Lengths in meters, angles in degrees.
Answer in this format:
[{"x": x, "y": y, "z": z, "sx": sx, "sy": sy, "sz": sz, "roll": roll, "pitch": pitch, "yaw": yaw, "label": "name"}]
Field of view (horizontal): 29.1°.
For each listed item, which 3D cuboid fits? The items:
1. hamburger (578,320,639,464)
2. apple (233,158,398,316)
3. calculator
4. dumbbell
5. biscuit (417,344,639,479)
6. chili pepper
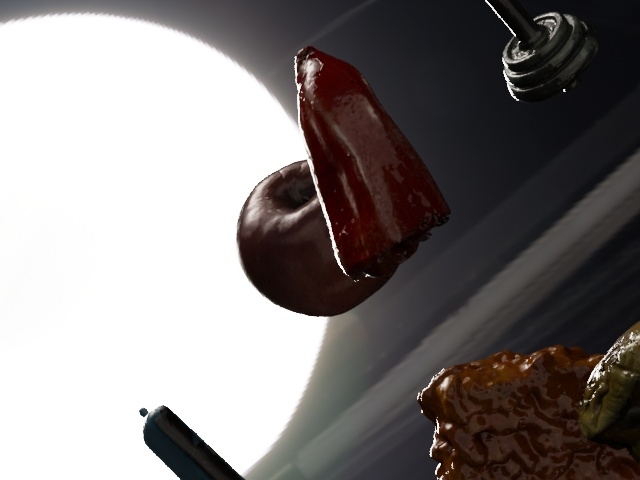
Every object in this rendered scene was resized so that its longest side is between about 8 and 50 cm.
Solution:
[{"x": 0.439, "y": 0.150, "z": 1.504, "sx": 0.134, "sy": 0.265, "sz": 0.285, "roll": 41, "pitch": -141, "yaw": 23, "label": "hamburger"}, {"x": 0.000, "y": 0.000, "z": 2.092, "sx": 0.306, "sy": 0.235, "sz": 0.305, "roll": -20, "pitch": -147, "yaw": 14, "label": "apple"}, {"x": -0.197, "y": 0.381, "z": 2.043, "sx": 0.051, "sy": 0.293, "sz": 0.173, "roll": -44, "pitch": 171, "yaw": -23, "label": "calculator"}, {"x": 0.190, "y": -0.244, "z": 1.274, "sx": 0.110, "sy": 0.254, "sz": 0.110, "roll": -35, "pitch": -152, "yaw": 22, "label": "dumbbell"}, {"x": 0.310, "y": 0.304, "z": 1.711, "sx": 0.318, "sy": 0.312, "sz": 0.110, "roll": -9, "pitch": -174, "yaw": -5, "label": "biscuit"}, {"x": 0.035, "y": -0.090, "z": 1.268, "sx": 0.136, "sy": 0.252, "sz": 0.144, "roll": -26, "pitch": 175, "yaw": 18, "label": "chili pepper"}]
